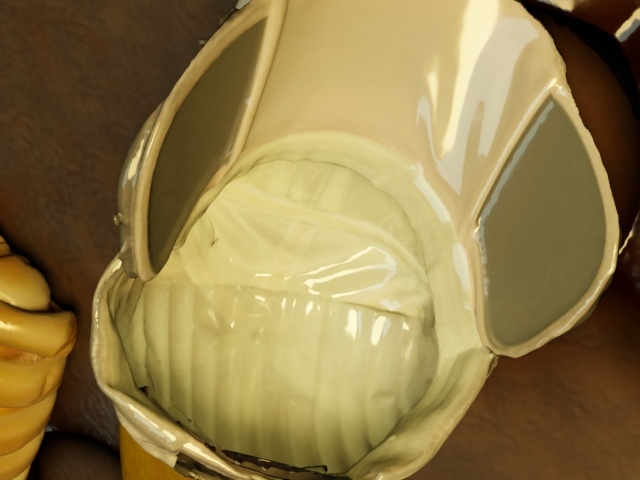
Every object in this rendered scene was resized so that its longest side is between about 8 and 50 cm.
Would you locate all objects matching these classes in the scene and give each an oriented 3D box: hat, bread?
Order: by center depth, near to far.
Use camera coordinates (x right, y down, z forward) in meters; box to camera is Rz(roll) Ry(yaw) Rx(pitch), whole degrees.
[{"bbox_3d":[0.003,-0.006,0.504,0.161,0.231,0.275,-124,50,-61],"label":"hat"},{"bbox_3d":[-0.293,0.124,0.794,0.172,0.121,0.311,36,129,13],"label":"bread"}]

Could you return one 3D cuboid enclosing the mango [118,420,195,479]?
[{"bbox_3d":[-0.054,0.171,0.653,0.167,0.130,0.262,1,107,39],"label":"mango"}]

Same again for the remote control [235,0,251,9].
[{"bbox_3d":[-0.023,-0.084,0.567,0.087,0.029,0.190,43,129,8],"label":"remote control"}]
